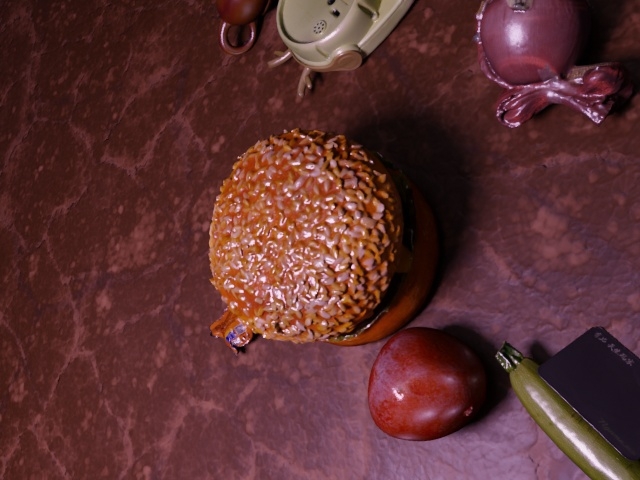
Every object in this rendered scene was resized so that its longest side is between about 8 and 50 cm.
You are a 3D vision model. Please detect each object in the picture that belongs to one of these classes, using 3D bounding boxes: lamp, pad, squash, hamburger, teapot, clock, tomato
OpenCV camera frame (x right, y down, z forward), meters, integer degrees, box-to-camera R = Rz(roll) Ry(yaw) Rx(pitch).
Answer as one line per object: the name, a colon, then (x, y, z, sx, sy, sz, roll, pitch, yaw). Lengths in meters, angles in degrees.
lamp: (0.323, -0.278, 1.037, 0.215, 0.151, 0.223, 0, 119, 43)
pad: (0.360, 0.183, 0.903, 0.112, 0.003, 0.157, -32, 52, -15)
squash: (0.314, 0.228, 0.922, 0.066, 0.066, 0.252, -51, 52, 13)
hamburger: (0.000, 0.000, 1.114, 0.330, 0.250, 0.330, -12, 70, 35)
teapot: (-0.137, -0.491, 1.461, 0.178, 0.135, 0.252, -111, 35, -67)
clock: (0.018, -0.414, 1.328, 0.308, 0.096, 0.235, -51, 53, 15)
tomato: (0.137, 0.199, 1.015, 0.167, 0.167, 0.167, -12, 69, 34)

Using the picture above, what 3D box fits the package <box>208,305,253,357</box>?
package: (-0.161, 0.159, 1.326, 0.110, 0.033, 0.077, 47, 115, 41)
